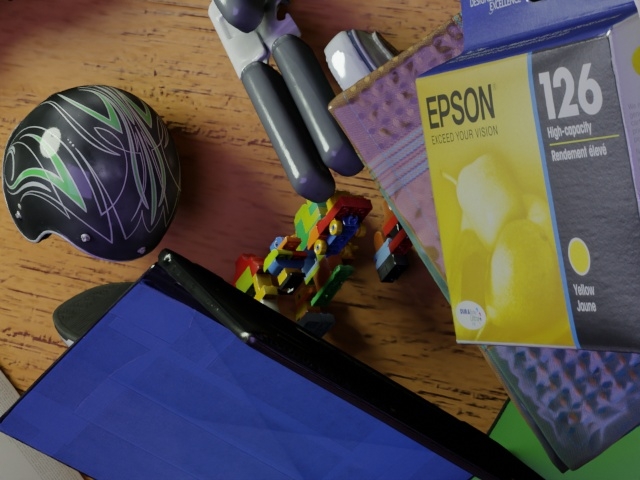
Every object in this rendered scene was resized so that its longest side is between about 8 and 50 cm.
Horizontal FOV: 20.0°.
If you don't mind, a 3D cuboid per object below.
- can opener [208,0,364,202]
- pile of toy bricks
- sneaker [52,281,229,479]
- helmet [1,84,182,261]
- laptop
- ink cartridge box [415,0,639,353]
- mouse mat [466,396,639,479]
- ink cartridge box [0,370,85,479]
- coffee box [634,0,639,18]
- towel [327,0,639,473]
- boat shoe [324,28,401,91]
[{"bbox_3d":[-0.046,-0.153,1.627,0.074,0.093,0.280,-41,53,20],"label":"can opener"},{"bbox_3d":[0.000,0.000,1.679,0.212,0.118,0.105,-51,45,45],"label":"pile of toy bricks"},{"bbox_3d":[-0.144,0.151,1.777,0.295,0.123,0.178,19,132,51],"label":"sneaker"},{"bbox_3d":[-0.212,-0.065,1.744,0.161,0.169,0.169,1,101,47],"label":"helmet"},{"bbox_3d":[-0.024,0.205,1.536,0.382,0.408,0.236,31,91,-23],"label":"laptop"},{"bbox_3d":[0.168,-0.072,1.348,0.303,0.072,0.307,175,82,-68],"label":"ink cartridge box"},{"bbox_3d":[0.226,0.188,1.627,0.152,0.007,0.190,37,116,20],"label":"mouse mat"},{"bbox_3d":[-0.441,0.245,1.961,0.309,0.130,0.272,51,122,12],"label":"ink cartridge box"},{"bbox_3d":[0.451,-0.081,1.222,0.337,0.334,0.338,-10,104,32],"label":"coffee box"},{"bbox_3d":[0.211,-0.032,1.504,0.271,0.040,0.370,-34,87,10],"label":"towel"},{"bbox_3d":[0.133,-0.086,1.582,0.302,0.109,0.094,45,104,5],"label":"boat shoe"}]
